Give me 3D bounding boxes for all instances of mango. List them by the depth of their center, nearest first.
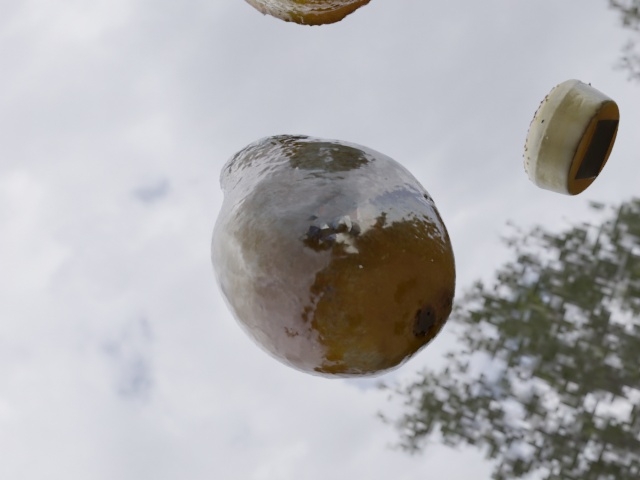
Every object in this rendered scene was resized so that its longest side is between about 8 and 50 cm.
[{"bbox_3d":[0.000,0.000,1.140,0.192,0.316,0.146,-14,-59,-13],"label":"mango"}]

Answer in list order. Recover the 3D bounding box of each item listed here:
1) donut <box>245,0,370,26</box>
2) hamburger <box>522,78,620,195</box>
[{"bbox_3d":[-0.011,-0.362,1.490,0.118,0.253,0.253,-100,25,-83],"label":"donut"},{"bbox_3d":[0.270,-0.114,1.498,0.141,0.081,0.127,-29,-42,-45],"label":"hamburger"}]
